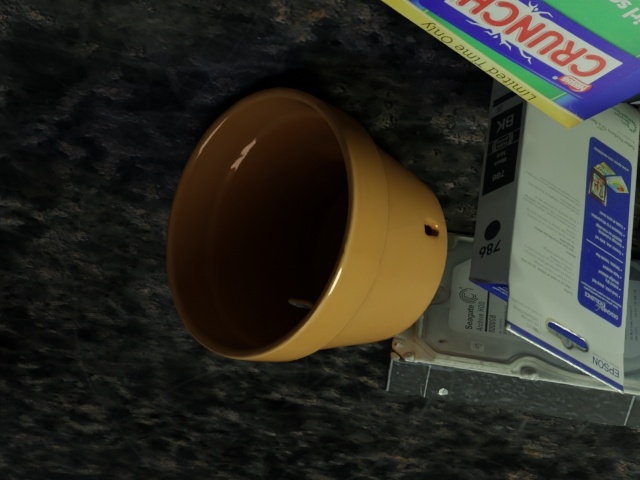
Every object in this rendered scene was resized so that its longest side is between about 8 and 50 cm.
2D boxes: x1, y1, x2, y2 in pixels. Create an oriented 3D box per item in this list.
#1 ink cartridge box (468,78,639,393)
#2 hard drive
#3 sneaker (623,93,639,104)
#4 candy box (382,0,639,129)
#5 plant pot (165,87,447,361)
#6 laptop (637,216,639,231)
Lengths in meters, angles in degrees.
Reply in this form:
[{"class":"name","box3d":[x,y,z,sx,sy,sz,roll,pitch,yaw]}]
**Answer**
[{"class":"ink cartridge box","box3d":[0.230,-0.021,1.511,0.165,0.332,0.065,30,143,-29]},{"class":"hard drive","box3d":[0.253,0.098,1.801,0.339,0.237,0.064,8,130,3]},{"class":"sneaker","box3d":[0.343,-0.145,1.465,0.234,0.078,0.106,-11,109,50]},{"class":"candy box","box3d":[0.240,-0.255,1.322,0.268,0.122,0.317,28,146,-30]},{"class":"plant pot","box3d":[0.000,0.000,1.692,0.291,0.291,0.203,-21,154,41]},{"class":"laptop","box3d":[0.531,-0.002,1.554,0.382,0.236,0.408,0,148,17]}]
